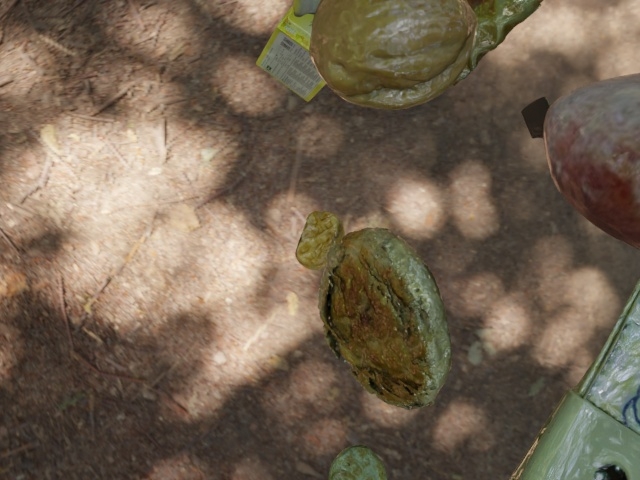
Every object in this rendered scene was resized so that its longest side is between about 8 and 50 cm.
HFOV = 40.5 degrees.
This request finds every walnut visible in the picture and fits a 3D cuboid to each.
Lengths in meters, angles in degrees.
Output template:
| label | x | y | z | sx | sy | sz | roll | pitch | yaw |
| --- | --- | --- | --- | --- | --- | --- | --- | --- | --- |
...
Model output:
| label | x | y | z | sx | sy | sz | roll | pitch | yaw |
| --- | --- | --- | --- | --- | --- | --- | --- | --- | --- |
| walnut | 0.070 | -0.202 | 0.849 | 0.167 | 0.166 | 0.149 | -9 | 89 | -25 |

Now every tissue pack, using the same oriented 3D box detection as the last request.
| label | x | y | z | sx | sy | sz | roll | pitch | yaw |
| --- | --- | --- | --- | --- | --- | --- | --- | --- | --- |
| tissue pack | -0.020 | -0.254 | 1.160 | 0.095 | 0.176 | 0.062 | 35 | 80 | -8 |

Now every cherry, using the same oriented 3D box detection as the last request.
| label | x | y | z | sx | sy | sz | roll | pitch | yaw |
| --- | --- | --- | --- | --- | --- | --- | --- | --- | --- |
| cherry | 0.539 | -0.142 | 1.389 | 0.326 | 0.335 | 0.291 | -40 | 148 | -37 |

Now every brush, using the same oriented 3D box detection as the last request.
| label | x | y | z | sx | sy | sz | roll | pitch | yaw |
| --- | --- | --- | --- | --- | --- | --- | --- | --- | --- |
| brush | 0.466 | -0.221 | 1.788 | 0.063 | 0.193 | 0.016 | -33 | 133 | 25 |

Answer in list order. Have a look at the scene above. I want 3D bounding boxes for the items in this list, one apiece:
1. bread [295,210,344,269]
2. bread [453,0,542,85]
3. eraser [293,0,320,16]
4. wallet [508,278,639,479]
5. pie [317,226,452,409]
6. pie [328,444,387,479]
| label | x | y | z | sx | sy | sz | roll | pitch | yaw |
| --- | --- | --- | --- | --- | --- | --- | --- | --- | --- |
| bread | 0.000 | 0.000 | 1.543 | 0.044 | 0.083 | 0.110 | 37 | 67 | -58 |
| bread | 0.269 | -0.370 | 1.444 | 0.088 | 0.128 | 0.232 | 36 | 118 | -25 |
| eraser | 0.020 | -0.360 | 0.896 | 0.069 | 0.226 | 0.158 | 10 | 64 | -3 |
| wallet | 0.252 | 0.196 | 0.622 | 0.223 | 0.077 | 0.309 | 30 | 92 | 4 |
| pie | 0.081 | 0.107 | 1.187 | 0.055 | 0.274 | 0.274 | -19 | 105 | -31 |
| pie | 0.048 | 0.297 | 1.081 | 0.085 | 0.017 | 0.085 | 9 | 67 | -21 |
